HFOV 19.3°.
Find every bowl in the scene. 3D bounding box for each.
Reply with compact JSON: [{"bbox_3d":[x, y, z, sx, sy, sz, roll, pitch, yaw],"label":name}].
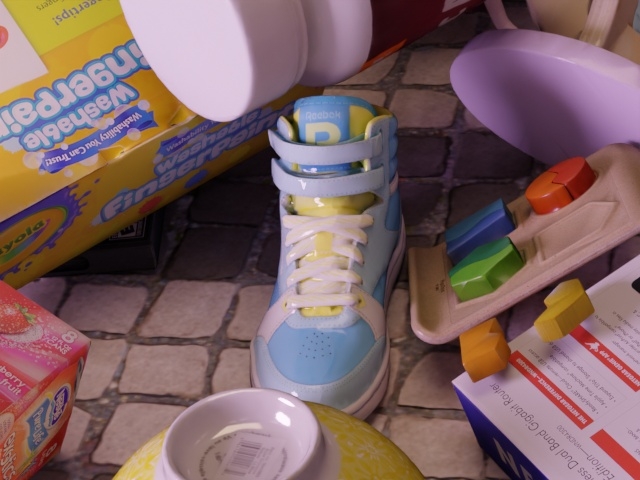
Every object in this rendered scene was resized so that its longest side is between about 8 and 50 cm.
[{"bbox_3d":[-0.046,0.201,1.375,0.289,0.156,0.289,-5,36,4],"label":"bowl"}]

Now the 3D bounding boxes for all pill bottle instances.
[{"bbox_3d":[0.030,-0.272,1.654,0.392,0.224,0.224,-32,42,-27],"label":"pill bottle"}]

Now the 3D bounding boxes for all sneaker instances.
[{"bbox_3d":[0.000,0.000,1.594,0.127,0.208,0.319,0,37,8],"label":"sneaker"}]

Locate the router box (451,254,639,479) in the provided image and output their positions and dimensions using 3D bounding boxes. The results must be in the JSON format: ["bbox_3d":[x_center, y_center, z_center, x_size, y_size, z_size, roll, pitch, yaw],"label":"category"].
[{"bbox_3d":[0.311,0.132,1.397,0.301,0.082,0.335,-33,39,-9],"label":"router box"}]

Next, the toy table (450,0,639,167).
[{"bbox_3d":[0.277,-0.163,1.761,0.274,0.252,0.161,26,64,20],"label":"toy table"}]

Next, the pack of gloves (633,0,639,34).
[{"bbox_3d":[0.405,-0.248,1.938,0.195,0.046,0.232,16,39,2],"label":"pack of gloves"}]

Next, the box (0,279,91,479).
[{"bbox_3d":[-0.355,0.085,1.515,0.300,0.142,0.154,31,40,13],"label":"box"}]

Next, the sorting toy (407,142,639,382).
[{"bbox_3d":[0.176,0.008,1.564,0.229,0.041,0.307,-27,17,10],"label":"sorting toy"}]

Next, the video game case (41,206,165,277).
[{"bbox_3d":[-0.274,-0.055,1.873,0.248,0.035,0.275,-5,37,5],"label":"video game case"}]

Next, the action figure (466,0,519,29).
[{"bbox_3d":[0.091,-0.338,1.940,0.248,0.370,0.275,-41,55,16],"label":"action figure"}]

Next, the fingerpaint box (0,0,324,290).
[{"bbox_3d":[-0.272,-0.183,1.759,0.445,0.163,0.371,-32,72,-26],"label":"fingerpaint box"}]
